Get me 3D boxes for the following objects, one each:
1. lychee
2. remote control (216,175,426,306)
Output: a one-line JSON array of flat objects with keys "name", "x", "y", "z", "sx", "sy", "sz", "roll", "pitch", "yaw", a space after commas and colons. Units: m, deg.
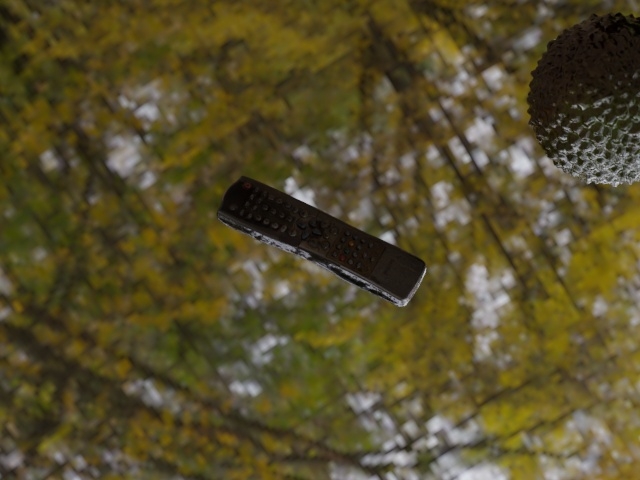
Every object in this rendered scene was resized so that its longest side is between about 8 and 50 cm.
[{"name": "lychee", "x": 0.261, "y": -0.122, "z": 1.468, "sx": 0.171, "sy": 0.171, "sz": 0.171, "roll": -29, "pitch": -160, "yaw": 11}, {"name": "remote control", "x": 0.000, "y": 0.000, "z": 1.632, "sx": 0.059, "sy": 0.212, "sz": 0.028, "roll": -58, "pitch": 167, "yaw": -27}]
